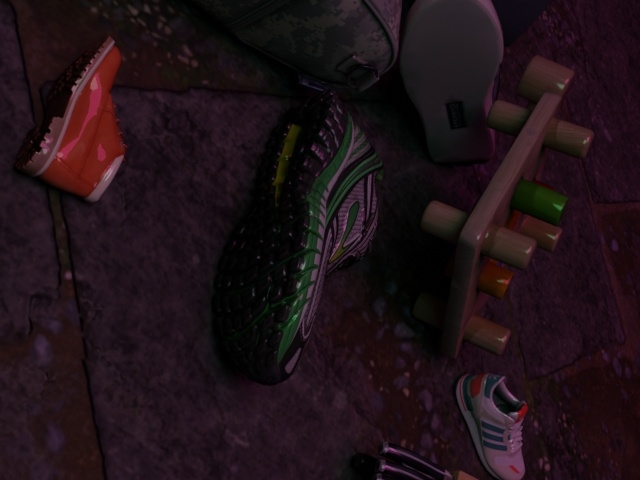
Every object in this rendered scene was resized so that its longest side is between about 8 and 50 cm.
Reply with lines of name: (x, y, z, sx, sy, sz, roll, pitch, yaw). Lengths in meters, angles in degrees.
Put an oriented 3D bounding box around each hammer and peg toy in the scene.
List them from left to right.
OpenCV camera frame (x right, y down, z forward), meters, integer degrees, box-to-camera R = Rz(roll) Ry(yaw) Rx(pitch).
hammer and peg toy: (0.246, -0.046, 1.007, 0.361, 0.127, 0.266, -54, 157, -31)

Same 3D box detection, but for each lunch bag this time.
lunch bag: (-0.004, -0.350, 0.907, 0.256, 0.212, 0.305, 29, 59, -33)

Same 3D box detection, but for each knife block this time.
knife block: (0.150, 0.307, 0.922, 0.275, 0.088, 0.242, -22, 93, -45)

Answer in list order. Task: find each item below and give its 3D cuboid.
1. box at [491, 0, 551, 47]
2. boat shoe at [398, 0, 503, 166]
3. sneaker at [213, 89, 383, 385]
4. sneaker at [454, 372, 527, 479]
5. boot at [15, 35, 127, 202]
box: (0.214, -0.398, 1.149, 0.153, 0.108, 0.207, 13, 41, -40)
boat shoe: (0.167, -0.243, 1.027, 0.340, 0.127, 0.158, 71, 19, -62)
sneaker: (0.000, 0.000, 0.851, 0.146, 0.134, 0.343, 39, 52, -29)
sneaker: (0.237, 0.242, 1.035, 0.057, 0.075, 0.161, -31, 98, -44)
boot: (-0.211, -0.113, 0.747, 0.084, 0.059, 0.158, 34, 64, -35)
